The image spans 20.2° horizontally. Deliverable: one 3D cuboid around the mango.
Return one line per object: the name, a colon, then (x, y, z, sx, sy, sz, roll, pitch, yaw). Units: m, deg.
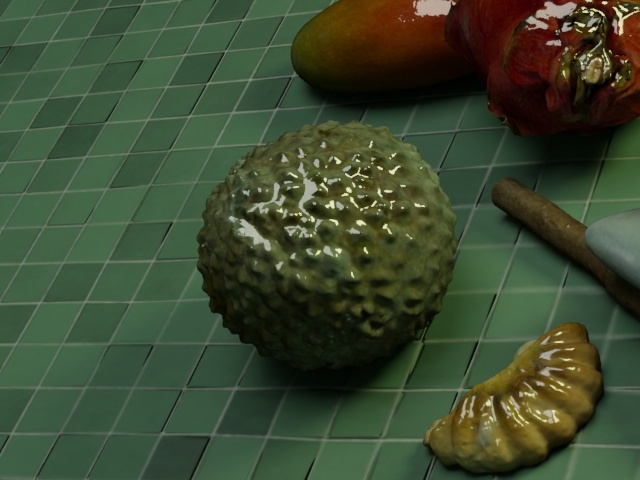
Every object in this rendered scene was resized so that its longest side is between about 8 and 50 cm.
mango: (0.082, -0.232, 2.049, 0.289, 0.129, 0.146, -15, 40, 29)

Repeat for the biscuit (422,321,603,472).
biscuit: (0.180, 0.139, 1.603, 0.183, 0.061, 0.118, -35, 39, -11)

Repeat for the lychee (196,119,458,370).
lychee: (0.000, 0.000, 1.728, 0.255, 0.274, 0.255, -14, 67, 37)

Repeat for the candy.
candy: (0.341, 0.004, 1.615, 0.174, 0.071, 0.138, -11, 29, -28)

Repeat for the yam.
yam: (0.266, 0.020, 1.705, 0.045, 0.045, 0.327, -52, 39, 2)

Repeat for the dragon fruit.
dragon fruit: (0.255, -0.231, 1.860, 0.250, 0.250, 0.315, -25, 55, 2)
